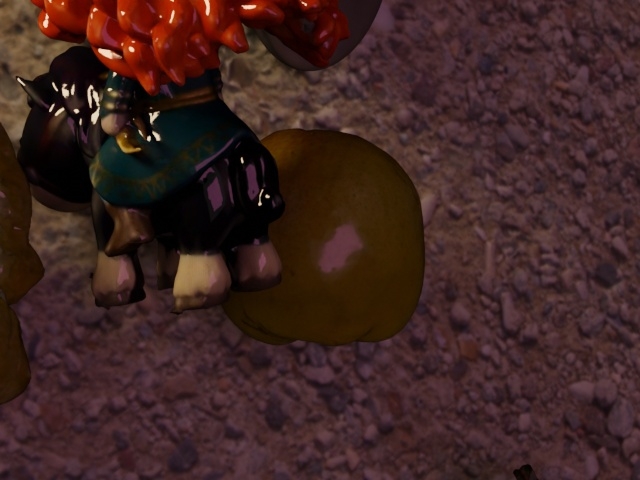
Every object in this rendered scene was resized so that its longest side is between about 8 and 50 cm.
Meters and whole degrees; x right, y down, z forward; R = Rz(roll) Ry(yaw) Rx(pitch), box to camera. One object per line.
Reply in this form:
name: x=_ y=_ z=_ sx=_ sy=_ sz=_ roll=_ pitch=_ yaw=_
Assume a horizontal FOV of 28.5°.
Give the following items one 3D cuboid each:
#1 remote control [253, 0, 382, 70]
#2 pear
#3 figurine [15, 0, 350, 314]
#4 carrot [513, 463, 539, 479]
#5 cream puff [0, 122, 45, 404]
remote control: x=0.005 y=-0.315 z=1.108 sx=0.221 sy=0.103 sz=0.332 roll=-10 pitch=107 yaw=-60
pear: x=0.000 y=0.000 z=1.106 sx=0.200 sy=0.200 sz=0.200 roll=0 pitch=89 yaw=-22
figurine: x=-0.129 y=-0.141 z=0.970 sx=0.241 sy=0.306 sz=0.411 roll=-11 pitch=127 yaw=-31
carrot: x=0.214 y=0.365 z=1.187 sx=0.193 sy=0.214 sz=0.331 roll=-17 pitch=101 yaw=-50
cream puff: x=-0.364 y=0.039 z=0.935 sx=0.274 sy=0.270 sz=0.323 roll=-10 pitch=52 yaw=9
